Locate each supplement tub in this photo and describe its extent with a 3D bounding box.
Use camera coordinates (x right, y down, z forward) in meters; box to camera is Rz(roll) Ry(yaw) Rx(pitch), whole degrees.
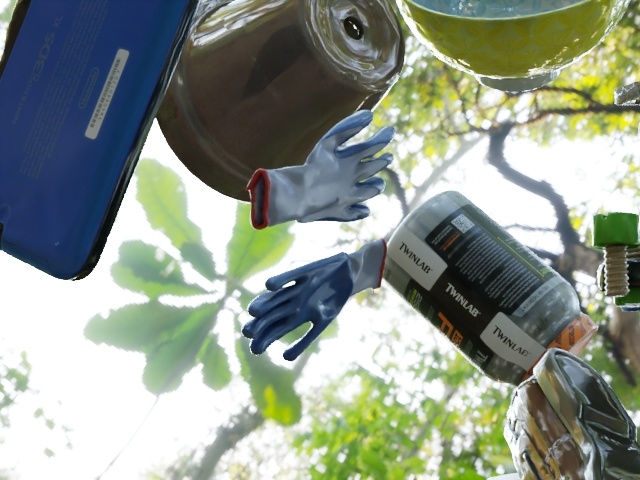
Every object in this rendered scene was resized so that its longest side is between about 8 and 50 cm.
[{"bbox_3d":[0.259,0.085,1.536,0.316,0.193,0.193,43,-32,22],"label":"supplement tub"}]

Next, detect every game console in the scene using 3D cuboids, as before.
[{"bbox_3d":[-0.195,-0.124,0.866,0.250,0.293,0.173,21,0,30],"label":"game console"}]

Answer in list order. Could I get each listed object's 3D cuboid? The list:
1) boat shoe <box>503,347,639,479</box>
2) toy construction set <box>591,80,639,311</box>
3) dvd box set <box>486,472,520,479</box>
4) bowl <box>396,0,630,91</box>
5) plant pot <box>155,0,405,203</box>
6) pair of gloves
[{"bbox_3d":[0.236,0.224,0.855,0.110,0.307,0.104,28,-67,-14],"label":"boat shoe"},{"bbox_3d":[0.378,-0.064,0.813,0.309,0.237,0.257,-3,-11,14],"label":"toy construction set"},{"bbox_3d":[0.160,0.374,1.068,0.307,0.420,0.062,-28,-91,56],"label":"dvd box set"},{"bbox_3d":[0.237,-0.277,1.206,0.289,0.289,0.156,13,-42,26],"label":"bowl"},{"bbox_3d":[-0.032,-0.198,1.139,0.263,0.263,0.229,45,-38,-15],"label":"plant pot"},{"bbox_3d":[0.000,0.000,0.763,0.023,0.159,0.198,29,-54,35],"label":"pair of gloves"}]
